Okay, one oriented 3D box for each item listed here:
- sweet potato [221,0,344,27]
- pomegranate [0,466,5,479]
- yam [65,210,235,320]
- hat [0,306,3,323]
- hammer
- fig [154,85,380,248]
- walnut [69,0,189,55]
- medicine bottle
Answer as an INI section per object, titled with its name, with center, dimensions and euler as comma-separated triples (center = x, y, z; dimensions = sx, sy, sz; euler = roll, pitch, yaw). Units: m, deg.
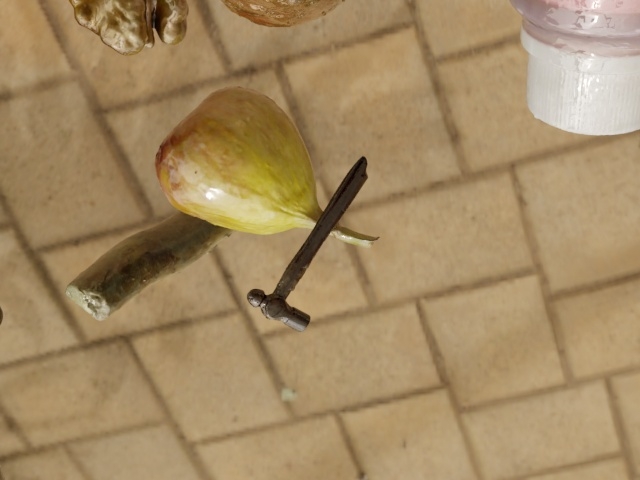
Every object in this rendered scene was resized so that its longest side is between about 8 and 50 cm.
[sweet potato]
center = -0.069, -0.210, 0.803
dimensions = 0.095, 0.106, 0.354
euler = -39, 151, 27
[pomegranate]
center = -0.309, 0.221, 0.889
dimensions = 0.180, 0.180, 0.210
euler = -28, 112, 20
[yam]
center = -0.188, 0.004, 1.481
dimensions = 0.071, 0.317, 0.067
euler = 27, 132, 27
[hat]
center = -0.444, 0.087, 1.414
dimensions = 0.121, 0.121, 0.050
euler = -1, 131, 2
[hammer]
center = 0.000, 0.000, 1.111
dimensions = 0.065, 0.021, 0.178
euler = 34, 82, -17
[fig]
center = -0.050, -0.059, 1.273
dimensions = 0.257, 0.159, 0.159
euler = 30, 125, 11
[walnut]
center = -0.196, -0.261, 1.139
dimensions = 0.170, 0.143, 0.069
euler = 53, 132, 7
[medicine bottle]
center = 0.204, -0.205, 0.831
dimensions = 0.147, 0.147, 0.247
euler = 0, 122, 1
